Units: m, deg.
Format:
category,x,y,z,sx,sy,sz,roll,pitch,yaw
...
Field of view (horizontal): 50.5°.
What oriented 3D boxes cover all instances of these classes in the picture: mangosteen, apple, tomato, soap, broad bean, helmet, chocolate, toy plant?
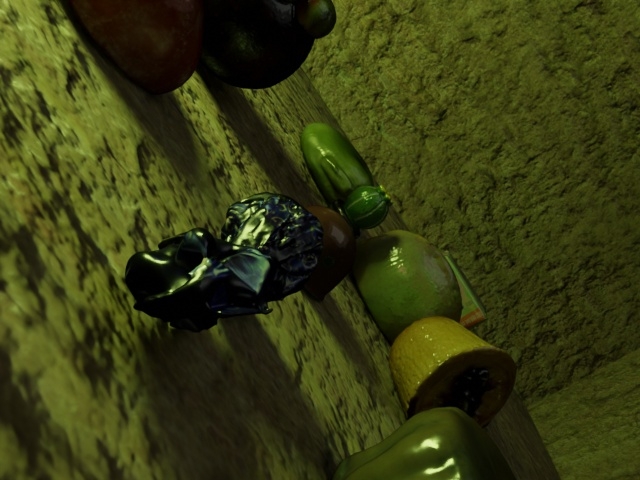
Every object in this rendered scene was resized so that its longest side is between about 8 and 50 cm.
category,x,y,z,sx,sy,sz,roll,pitch,yaw
mangosteen,-0.123,-0.438,1.254,0.300,0.300,0.300,54,12,-17
apple,0.175,0.095,1.388,0.265,0.193,0.120,62,22,5
tomato,-0.223,-0.313,0.879,0.233,0.139,0.201,42,26,-54
soap,0.306,0.157,1.759,0.199,0.182,0.138,58,12,5
broad bean,0.044,-0.181,1.708,0.238,0.119,0.291,36,20,-39
helmet,0.000,0.000,1.092,0.155,0.106,0.175,52,9,-29
chocolate,-0.091,0.029,0.638,0.148,0.126,0.343,20,12,8
toy plant,0.068,-0.053,1.356,0.093,0.162,0.093,53,14,-19

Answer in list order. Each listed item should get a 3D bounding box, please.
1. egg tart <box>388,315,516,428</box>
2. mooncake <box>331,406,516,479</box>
category,x,y,z,sx,sy,sz,roll,pitch,yaw
egg tart,0.224,0.239,1.193,0.215,0.215,0.171,49,3,-37
mooncake,0.130,0.318,0.668,0.290,0.161,0.290,55,13,-20
